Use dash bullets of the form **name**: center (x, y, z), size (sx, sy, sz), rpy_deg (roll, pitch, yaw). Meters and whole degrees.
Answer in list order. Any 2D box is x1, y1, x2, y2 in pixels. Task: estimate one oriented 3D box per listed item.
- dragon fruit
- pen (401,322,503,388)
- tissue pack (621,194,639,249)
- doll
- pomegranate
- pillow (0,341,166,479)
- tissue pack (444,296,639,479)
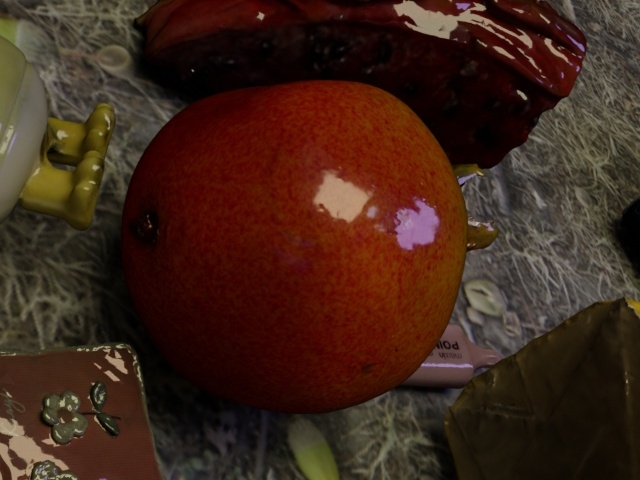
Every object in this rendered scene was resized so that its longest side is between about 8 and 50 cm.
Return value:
- **dragon fruit**: center (0.041, -0.229, 0.968), size (0.286, 0.228, 0.329), rpy_deg (30, 45, -19)
- **pen**: center (0.069, 0.087, 0.891), size (0.197, 0.032, 0.053), rpy_deg (6, 55, -38)
- **tissue pack**: center (0.537, 0.073, 1.154), size (0.253, 0.264, 0.417), rpy_deg (-9, 67, -51)
- **doll**: center (-0.260, -0.089, 0.661), size (0.296, 0.117, 0.141), rpy_deg (27, 41, -25)
- **pomegranate**: center (0.000, 0.000, 0.746), size (0.256, 0.221, 0.221), rpy_deg (-11, 67, -31)
- **pillow**: center (-0.189, 0.118, 0.621), size (0.232, 0.043, 0.126), rpy_deg (2, 59, -41)
- **tissue pack**: center (0.310, 0.229, 0.845), size (0.382, 0.228, 0.293), rpy_deg (14, 51, -36)
